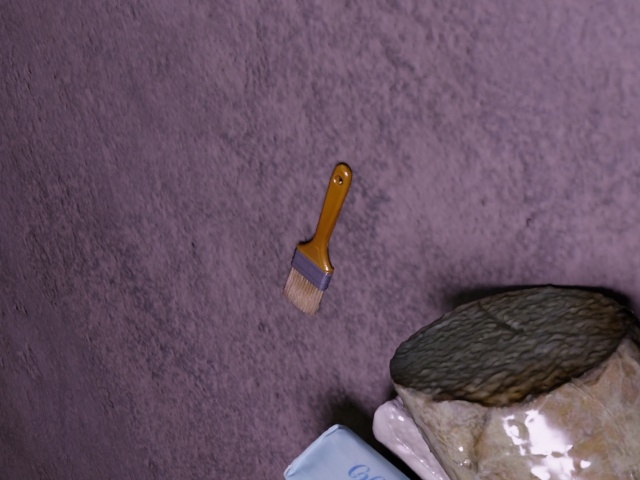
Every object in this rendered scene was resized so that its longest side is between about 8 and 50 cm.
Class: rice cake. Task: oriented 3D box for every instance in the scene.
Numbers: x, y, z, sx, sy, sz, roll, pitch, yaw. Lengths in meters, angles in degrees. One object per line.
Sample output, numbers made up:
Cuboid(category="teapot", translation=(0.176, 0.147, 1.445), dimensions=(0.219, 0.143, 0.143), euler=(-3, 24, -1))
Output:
Cuboid(category="rice cake", translation=(0.145, 0.227, 0.728), dimensions=(0.256, 0.052, 0.057), euler=(42, 141, 20))

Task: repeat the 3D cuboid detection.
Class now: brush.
Cuboid(category="brush", translation=(0.000, 0.000, 0.770), dimensions=(0.043, 0.014, 0.170), euler=(39, 136, 21))

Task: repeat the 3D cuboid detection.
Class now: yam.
Cuboid(category="yam", translation=(0.183, 0.170, 0.566), dimensions=(0.304, 0.168, 0.168), euler=(58, 141, 1))

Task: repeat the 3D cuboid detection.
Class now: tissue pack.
Cuboid(category="tissue pack", translation=(0.097, 0.286, 0.746), dimensions=(0.263, 0.089, 0.177), euler=(37, 158, 36))
